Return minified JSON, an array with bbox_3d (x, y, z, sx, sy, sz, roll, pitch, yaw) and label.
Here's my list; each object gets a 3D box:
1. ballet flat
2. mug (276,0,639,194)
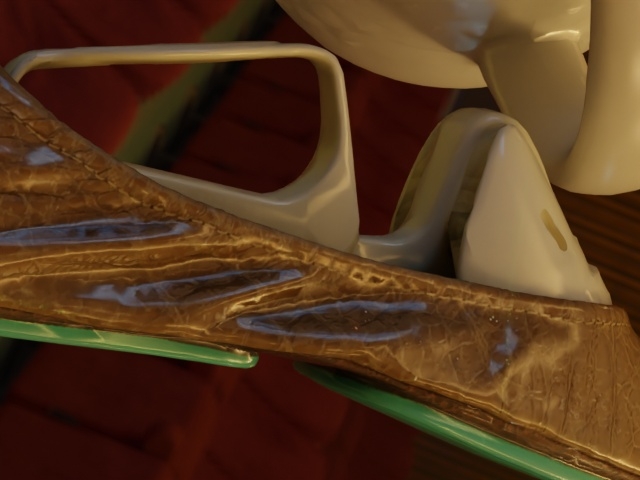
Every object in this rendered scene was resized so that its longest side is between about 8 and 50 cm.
[{"bbox_3d":[0.000,0.000,0.598,0.116,0.342,0.124,-162,-91,-72],"label":"ballet flat"},{"bbox_3d":[0.076,-0.191,0.697,0.328,0.276,0.374,92,-14,-55],"label":"mug"}]
